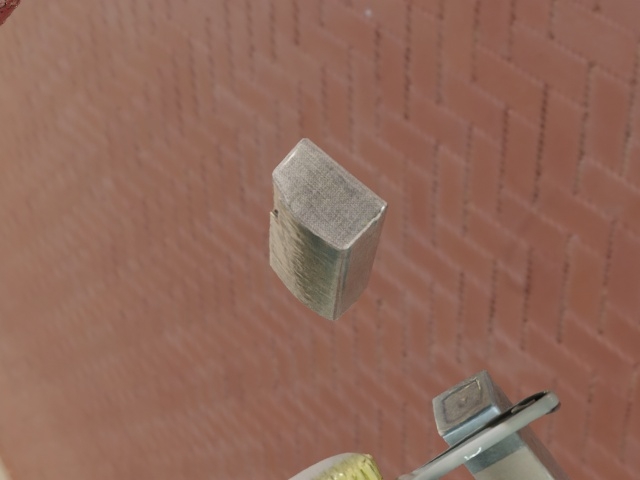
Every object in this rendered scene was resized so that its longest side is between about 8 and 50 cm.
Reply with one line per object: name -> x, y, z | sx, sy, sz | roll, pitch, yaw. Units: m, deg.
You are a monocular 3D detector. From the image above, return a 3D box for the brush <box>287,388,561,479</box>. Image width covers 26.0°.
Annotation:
brush -> 0.041, 0.162, 0.961 | 0.060, 0.297, 0.068 | 61, 156, 2

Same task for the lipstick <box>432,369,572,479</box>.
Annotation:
lipstick -> 0.231, 0.271, 1.440 | 0.317, 0.068, 0.066 | 51, -165, -25

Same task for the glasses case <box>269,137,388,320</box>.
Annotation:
glasses case -> 0.000, 0.000, 0.937 | 0.071, 0.047, 0.205 | 40, 168, 9

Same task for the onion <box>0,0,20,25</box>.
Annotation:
onion -> -0.287, -0.259, 1.110 | 0.184, 0.147, 0.184 | 39, 146, 33
